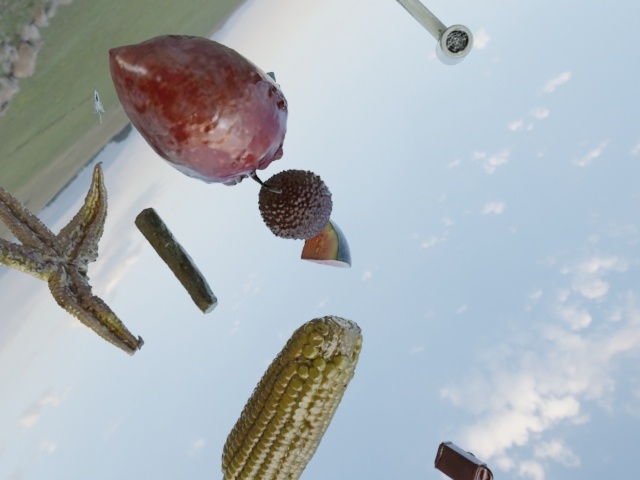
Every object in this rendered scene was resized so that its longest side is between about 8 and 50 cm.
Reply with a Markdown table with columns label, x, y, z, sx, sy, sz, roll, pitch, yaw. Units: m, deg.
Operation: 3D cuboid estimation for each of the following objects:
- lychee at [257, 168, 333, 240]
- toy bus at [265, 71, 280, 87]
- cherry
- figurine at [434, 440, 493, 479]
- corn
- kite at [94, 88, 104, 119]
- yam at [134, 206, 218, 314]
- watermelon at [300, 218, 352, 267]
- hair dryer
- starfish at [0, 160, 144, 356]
| label | x | y | z | sx | sy | sz | roll | pitch | yaw |
| --- | --- | --- | --- | --- | --- | --- | --- | --- | --- |
| lychee | -0.039 | -0.057 | 0.869 | 0.123 | 0.123 | 0.129 | -45 | -166 | 4 |
| toy bus | -0.141 | -0.390 | 1.546 | 0.065 | 0.166 | 0.047 | -24 | -158 | -26 |
| cherry | -0.155 | -0.171 | 0.702 | 0.175 | 0.249 | 0.192 | -58 | -155 | 6 |
| figurine | 0.397 | 0.608 | 1.471 | 0.154 | 0.098 | 0.083 | 22 | -78 | 38 |
| corn | -0.044 | 0.232 | 0.725 | 0.322 | 0.119 | 0.119 | -61 | -163 | 17 |
| kite | -0.554 | -0.338 | 1.359 | 0.004 | 0.090 | 0.122 | -7 | -170 | -9 |
| yam | -0.316 | 0.044 | 1.204 | 0.061 | 0.274 | 0.061 | -37 | 167 | -10 |
| watermelon | 0.020 | -0.007 | 1.432 | 0.193 | 0.136 | 0.146 | 110 | -14 | -81 |
| hair dryer | 0.228 | -0.477 | 1.156 | 0.073 | 0.236 | 0.131 | -43 | -178 | 15 |
| starfish | -0.494 | -0.001 | 0.998 | 0.132 | 0.383 | 0.398 | -40 | -146 | 27 |
